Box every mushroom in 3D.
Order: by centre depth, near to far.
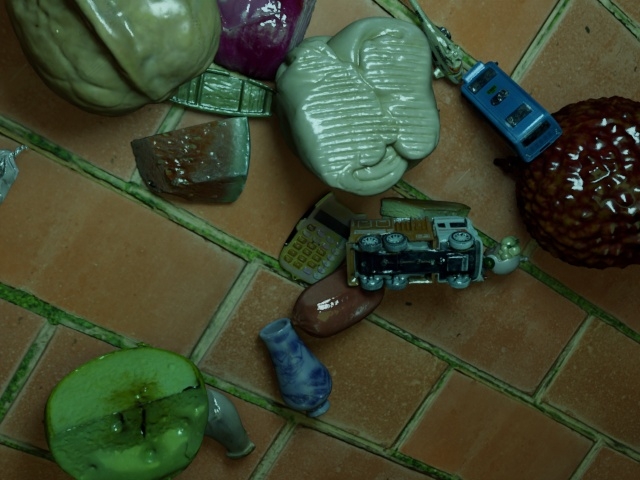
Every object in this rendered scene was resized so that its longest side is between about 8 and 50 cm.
[{"bbox_3d":[-0.244,0.461,1.633,0.116,0.093,0.225,-34,124,11],"label":"mushroom"}]

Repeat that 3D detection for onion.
[{"bbox_3d":[-0.130,-0.469,1.357,0.248,0.111,0.249,15,103,-23],"label":"onion"}]

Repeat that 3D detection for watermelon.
[{"bbox_3d":[-0.281,-0.173,1.410,0.257,0.140,0.192,0,99,-10],"label":"watermelon"}]

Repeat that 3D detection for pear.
[{"bbox_3d":[-0.431,0.427,1.491,0.343,0.238,0.317,-15,123,-19],"label":"pear"}]

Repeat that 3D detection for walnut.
[{"bbox_3d":[-0.368,-0.415,1.163,0.382,0.381,0.380,-5,108,-16],"label":"walnut"}]

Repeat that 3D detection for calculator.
[{"bbox_3d":[0.000,0.000,1.589,0.157,0.033,0.236,33,97,-25],"label":"calculator"}]

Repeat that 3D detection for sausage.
[{"bbox_3d":[0.045,0.150,1.586,0.255,0.148,0.148,-22,112,-18],"label":"sausage"}]

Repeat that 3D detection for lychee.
[{"bbox_3d":[0.664,-0.139,1.565,0.501,0.425,0.424,11,108,21],"label":"lychee"}]

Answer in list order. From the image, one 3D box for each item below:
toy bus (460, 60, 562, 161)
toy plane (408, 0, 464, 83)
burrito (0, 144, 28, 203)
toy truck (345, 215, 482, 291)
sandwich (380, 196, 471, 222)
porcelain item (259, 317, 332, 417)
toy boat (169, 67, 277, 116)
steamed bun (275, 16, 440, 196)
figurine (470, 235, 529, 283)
[{"bbox_3d":[0.431,-0.306,1.499,0.113,0.246,0.134,-42,145,15],"label":"toy bus"},{"bbox_3d":[0.253,-0.476,1.477,0.092,0.108,0.286,-39,112,-2],"label":"toy plane"},{"bbox_3d":[-0.755,-0.044,1.296,0.139,0.101,0.445,42,93,-19],"label":"burrito"},{"bbox_3d":[0.215,0.018,1.519,0.306,0.162,0.136,-2,123,4],"label":"toy truck"},{"bbox_3d":[0.278,-0.052,1.630,0.258,0.096,0.094,2,112,-16],"label":"sandwich"},{"bbox_3d":[-0.059,0.323,1.621,0.141,0.141,0.259,-29,103,-7],"label":"porcelain item"},{"bbox_3d":[-0.243,-0.325,1.394,0.293,0.055,0.093,7,106,-20],"label":"toy boat"},{"bbox_3d":[0.075,-0.267,1.407,0.343,0.255,0.367,-7,85,-9],"label":"steamed bun"},{"bbox_3d":[0.440,0.056,1.698,0.197,0.147,0.093,-23,91,21],"label":"figurine"}]
